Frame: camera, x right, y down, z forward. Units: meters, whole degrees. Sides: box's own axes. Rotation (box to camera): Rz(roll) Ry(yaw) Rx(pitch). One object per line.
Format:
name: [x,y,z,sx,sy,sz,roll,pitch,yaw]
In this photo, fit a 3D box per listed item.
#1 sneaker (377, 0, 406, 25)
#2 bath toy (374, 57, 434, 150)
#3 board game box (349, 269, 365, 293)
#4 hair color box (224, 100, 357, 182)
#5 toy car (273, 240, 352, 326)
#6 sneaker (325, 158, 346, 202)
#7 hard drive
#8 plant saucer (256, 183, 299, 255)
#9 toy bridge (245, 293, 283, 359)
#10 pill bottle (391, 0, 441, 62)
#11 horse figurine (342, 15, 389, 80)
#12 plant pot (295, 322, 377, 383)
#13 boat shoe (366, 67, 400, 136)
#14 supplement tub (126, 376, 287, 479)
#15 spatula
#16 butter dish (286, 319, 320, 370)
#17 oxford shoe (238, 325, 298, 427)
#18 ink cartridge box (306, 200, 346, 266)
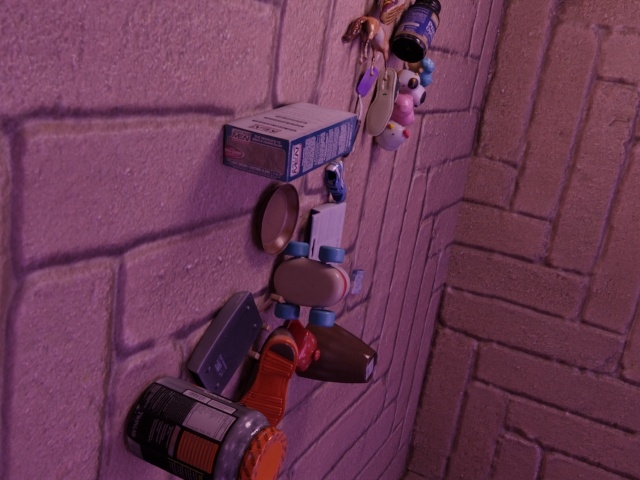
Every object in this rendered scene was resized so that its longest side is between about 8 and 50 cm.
sneaker: [0.199,-0.711,2.041,0.185,0.084,0.069,-52,171,-49]
bath toy: [0.296,-0.473,2.350,0.151,0.129,0.348,36,67,-29]
board game box: [0.136,0.153,2.519,0.090,0.020,0.090,6,99,-67]
hair color box: [-0.064,-0.246,1.628,0.347,0.174,0.105,-33,135,-56]
toy car: [-0.002,0.123,1.958,0.238,0.210,0.219,8,90,-68]
sneaker: [0.042,-0.175,2.067,0.059,0.053,0.144,-48,137,-47]
hard drive: [-0.240,0.262,1.707,0.255,0.054,0.172,-59,152,-32]
plant saucer: [-0.118,-0.059,1.799,0.198,0.036,0.199,-44,142,-49]
toy bridge: [-0.166,0.232,1.840,0.188,0.063,0.026,-67,155,-17]
pill bottle: [0.328,-0.716,2.269,0.219,0.122,0.123,-66,155,-23]
horse figurine: [0.153,-0.595,2.018,0.263,0.066,0.174,20,74,-61]
plant pot: [0.064,0.387,2.243,0.215,0.230,0.215,-46,144,-47]
boat shoe: [0.214,-0.449,2.235,0.079,0.084,0.233,30,74,-66]
supplement tub: [-0.245,0.434,1.474,0.193,0.316,0.194,-46,145,-47]
spatula: [0.121,-0.402,2.122,0.084,0.030,0.296,11,94,-66]
butter dish: [-0.057,0.338,2.083,0.160,0.118,0.160,-64,155,-21]
oxford shoe: [-0.151,0.412,1.915,0.133,0.130,0.364,-101,-146,-71]
ink cartridge box: [0.000,0.000,2.087,0.224,0.045,0.223,-24,126,-60]
